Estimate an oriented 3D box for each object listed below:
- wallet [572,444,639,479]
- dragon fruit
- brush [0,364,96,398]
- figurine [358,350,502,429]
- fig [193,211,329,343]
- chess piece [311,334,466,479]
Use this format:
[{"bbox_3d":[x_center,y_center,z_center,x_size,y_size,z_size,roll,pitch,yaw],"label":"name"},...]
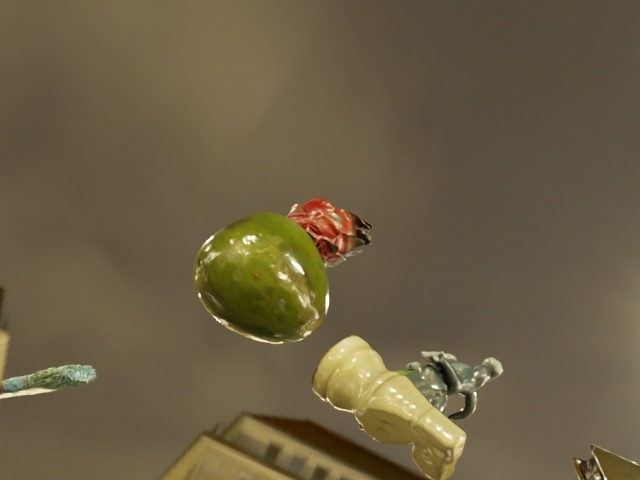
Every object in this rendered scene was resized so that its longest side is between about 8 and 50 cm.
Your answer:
[{"bbox_3d":[0.310,0.257,0.921,0.198,0.110,0.031,27,-58,-37],"label":"wallet"},{"bbox_3d":[0.002,-0.006,1.651,0.130,0.121,0.142,29,14,32],"label":"dragon fruit"},{"bbox_3d":[-0.326,0.152,1.010,0.196,0.021,0.070,-12,-10,11],"label":"brush"},{"bbox_3d":[0.197,0.273,1.808,0.265,0.140,0.193,3,-11,-31],"label":"figurine"},{"bbox_3d":[-0.076,0.060,1.415,0.191,0.181,0.181,38,-25,21],"label":"fig"},{"bbox_3d":[0.087,0.203,1.192,0.200,0.090,0.090,36,-20,35],"label":"chess piece"}]
